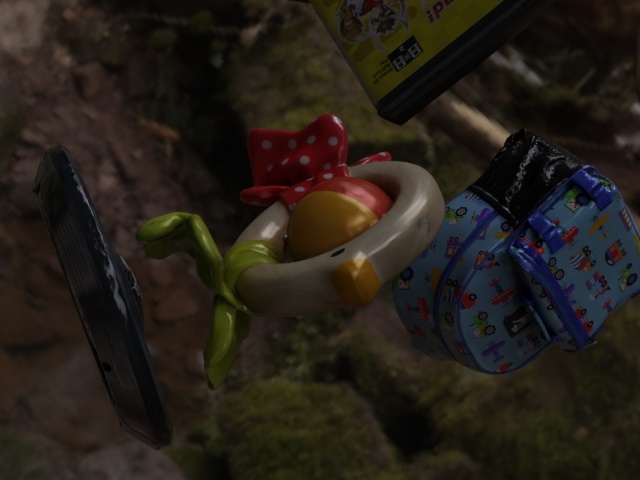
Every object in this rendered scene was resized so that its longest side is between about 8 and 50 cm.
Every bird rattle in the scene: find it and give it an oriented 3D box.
[{"bbox_3d":[0.000,0.000,1.015,0.253,0.207,0.143,-37,116,-44],"label":"bird rattle"}]

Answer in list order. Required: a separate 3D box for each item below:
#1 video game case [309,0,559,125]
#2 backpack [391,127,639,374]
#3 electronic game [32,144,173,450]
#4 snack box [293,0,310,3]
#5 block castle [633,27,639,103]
[{"bbox_3d":[0.089,-0.252,0.884,0.035,0.275,0.248,16,40,-60],"label":"video game case"},{"bbox_3d":[0.148,0.027,1.060,0.117,0.173,0.158,37,-17,47],"label":"backpack"},{"bbox_3d":[-0.153,0.041,0.993,0.048,0.229,0.229,-20,55,-11],"label":"electronic game"},{"bbox_3d":[-0.138,-0.273,1.180,0.322,0.060,0.187,3,27,-25],"label":"snack box"},{"bbox_3d":[0.371,-0.001,0.528,0.453,0.303,0.213,45,-4,42],"label":"block castle"}]
